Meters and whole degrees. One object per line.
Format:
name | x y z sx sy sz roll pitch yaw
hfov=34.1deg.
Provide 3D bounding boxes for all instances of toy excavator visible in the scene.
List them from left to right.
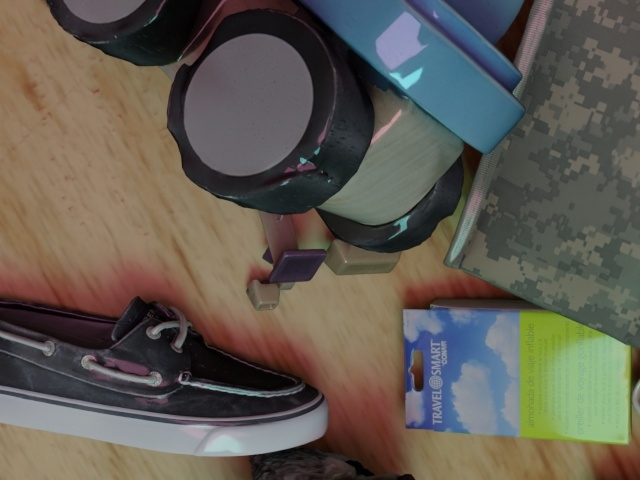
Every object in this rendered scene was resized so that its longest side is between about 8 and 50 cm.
toy excavator | 0.030 -0.277 0.678 0.445 0.222 0.433 -48 65 11

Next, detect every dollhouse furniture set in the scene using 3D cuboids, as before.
dollhouse furniture set | 0.000 0.000 0.854 0.114 0.091 0.081 -2 58 -24

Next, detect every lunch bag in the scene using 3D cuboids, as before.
lunch bag | 0.249 -0.078 0.724 0.235 0.169 0.286 24 109 19

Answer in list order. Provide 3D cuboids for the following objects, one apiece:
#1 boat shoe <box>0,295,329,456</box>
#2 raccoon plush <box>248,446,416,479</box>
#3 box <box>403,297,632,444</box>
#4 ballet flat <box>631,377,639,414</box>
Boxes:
boat shoe | -0.140 0.096 0.821 0.301 0.108 0.102 8 101 3
raccoon plush | -0.026 0.371 0.830 0.299 0.216 0.446 34 97 0
box | 0.159 0.103 0.841 0.178 0.042 0.109 1 99 17
ballet flat | 0.331 0.181 0.844 0.182 0.164 0.482 22 94 16
